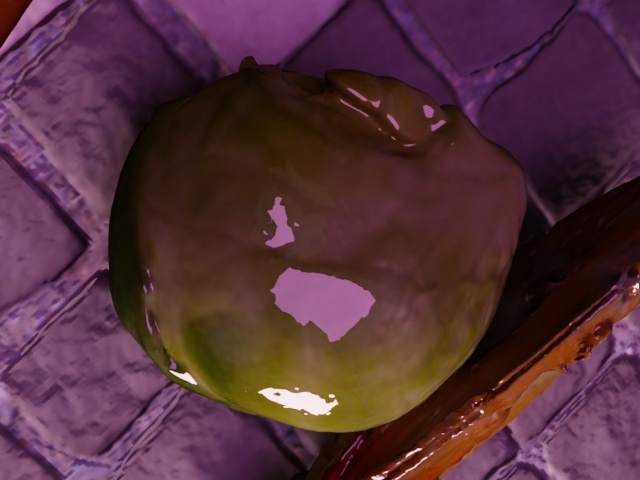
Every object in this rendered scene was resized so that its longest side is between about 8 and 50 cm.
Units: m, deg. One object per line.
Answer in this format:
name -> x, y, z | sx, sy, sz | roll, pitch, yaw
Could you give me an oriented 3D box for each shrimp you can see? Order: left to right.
shrimp -> 0.074, 0.062, 0.693 | 0.062, 0.154, 0.294 | 44, 91, 0

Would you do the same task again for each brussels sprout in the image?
brussels sprout -> -0.001, 0.008, 0.646 | 0.183, 0.131, 0.145 | 13, 78, -28

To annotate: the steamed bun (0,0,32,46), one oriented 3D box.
steamed bun -> -0.233, -0.096, 0.373 | 0.379, 0.235, 0.248 | -11, 99, -17
